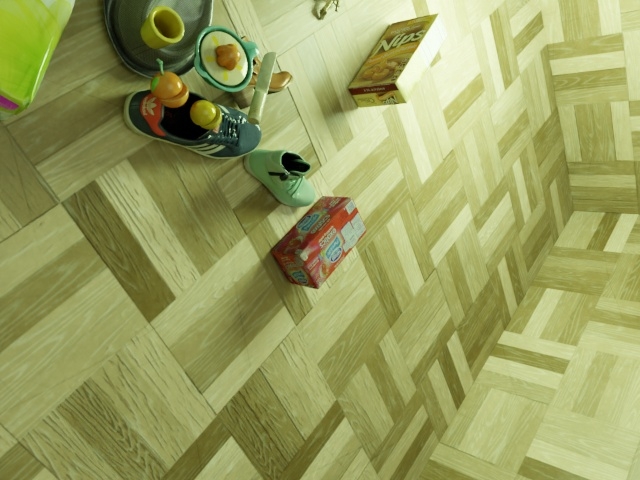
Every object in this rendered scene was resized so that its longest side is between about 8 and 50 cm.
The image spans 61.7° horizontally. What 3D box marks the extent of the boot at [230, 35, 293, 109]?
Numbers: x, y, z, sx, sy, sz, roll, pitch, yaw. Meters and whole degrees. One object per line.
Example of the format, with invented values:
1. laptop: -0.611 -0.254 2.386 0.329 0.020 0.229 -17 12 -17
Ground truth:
1. boot: -0.158 -0.430 1.326 0.197 0.073 0.152 -41 119 -38

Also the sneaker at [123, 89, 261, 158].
1. sneaker: -0.247 -0.255 1.198 0.350 0.148 0.131 -1 96 -46

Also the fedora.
1. fedora: -0.310 -0.472 1.119 0.275 0.124 0.244 -54 130 -27

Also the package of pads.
1. package of pads: -0.539 -0.367 0.860 0.229 0.101 0.296 32 55 -45

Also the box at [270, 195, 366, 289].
1. box: 0.000 0.000 1.509 0.257 0.122 0.128 -49 127 -30

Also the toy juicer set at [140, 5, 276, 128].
1. toy juicer set: -0.194 -0.329 1.086 0.329 0.089 0.209 0 84 -44

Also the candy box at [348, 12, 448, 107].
1. candy box: 0.239 -0.549 1.641 0.087 0.183 0.316 50 61 -39

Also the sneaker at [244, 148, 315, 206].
1. sneaker: -0.064 -0.154 1.401 0.256 0.151 0.094 31 71 -45

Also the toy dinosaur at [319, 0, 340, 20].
1. toy dinosaur: 0.032 -0.710 1.497 0.092 0.053 0.183 -6 100 -44
